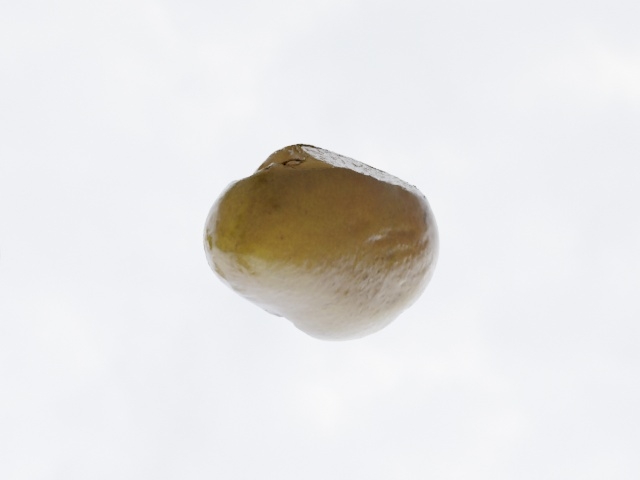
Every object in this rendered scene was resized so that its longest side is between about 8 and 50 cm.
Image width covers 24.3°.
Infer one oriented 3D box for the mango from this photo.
[{"bbox_3d":[0.000,0.000,1.288,0.130,0.167,0.262,12,175,40],"label":"mango"}]
